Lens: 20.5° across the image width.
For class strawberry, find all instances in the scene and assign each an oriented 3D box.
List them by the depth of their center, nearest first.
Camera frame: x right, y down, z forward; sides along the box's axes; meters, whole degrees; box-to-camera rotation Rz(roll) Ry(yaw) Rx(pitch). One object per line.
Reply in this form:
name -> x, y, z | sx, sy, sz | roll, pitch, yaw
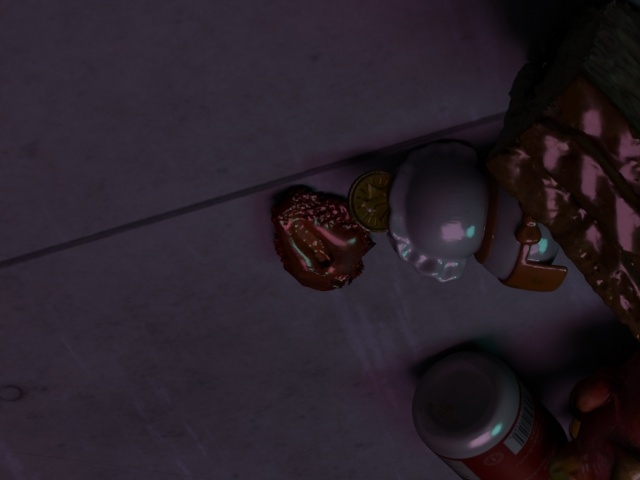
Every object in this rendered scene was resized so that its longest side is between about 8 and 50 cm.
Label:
strawberry -> 0.000, 0.003, 1.780 | 0.104, 0.048, 0.152 | -31, 143, 18

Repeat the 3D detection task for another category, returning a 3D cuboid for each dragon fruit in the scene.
dragon fruit -> 0.411, 0.197, 2.008 | 0.227, 0.307, 0.243 | 40, 152, -2

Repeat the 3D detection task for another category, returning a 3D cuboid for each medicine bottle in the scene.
medicine bottle -> 0.210, 0.232, 2.073 | 0.131, 0.131, 0.250 | -24, 142, 16

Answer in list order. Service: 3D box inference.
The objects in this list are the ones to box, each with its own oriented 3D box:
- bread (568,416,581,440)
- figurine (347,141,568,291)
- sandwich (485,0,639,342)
bread -> 0.367, 0.232, 2.182 | 0.149, 0.065, 0.187 | 15, 138, -17
figurine -> 0.163, -0.024, 1.718 | 0.271, 0.143, 0.143 | 7, 140, -26
sandwich -> 0.286, -0.074, 1.563 | 0.131, 0.325, 0.262 | -38, 101, 30
